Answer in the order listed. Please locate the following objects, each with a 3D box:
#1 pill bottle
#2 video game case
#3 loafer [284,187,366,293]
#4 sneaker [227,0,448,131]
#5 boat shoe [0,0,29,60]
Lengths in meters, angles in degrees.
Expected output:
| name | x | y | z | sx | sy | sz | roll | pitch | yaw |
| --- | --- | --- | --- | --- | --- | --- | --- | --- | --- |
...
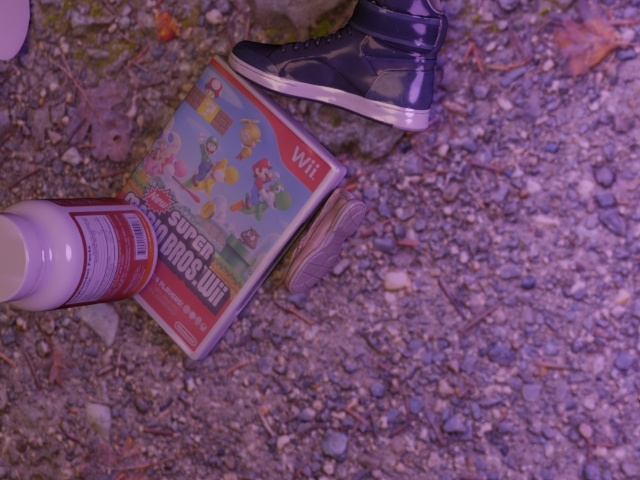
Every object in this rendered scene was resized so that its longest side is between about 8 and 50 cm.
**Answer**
| name | x | y | z | sx | sy | sz | roll | pitch | yaw |
| --- | --- | --- | --- | --- | --- | --- | --- | --- | --- |
| pill bottle | -0.282 | 0.014 | 1.380 | 0.121 | 0.216 | 0.121 | 1 | 93 | 27 |
| video game case | -0.125 | -0.035 | 1.435 | 0.204 | 0.025 | 0.285 | 44 | 109 | 18 |
| loafer | 0.000 | 0.000 | 1.369 | 0.125 | 0.045 | 0.039 | -53 | 54 | 12 |
| sneaker | 0.021 | -0.219 | 1.311 | 0.226 | 0.086 | 0.163 | 17 | 110 | 15 |
| boat shoe | -0.399 | -0.306 | 1.540 | 0.063 | 0.066 | 0.184 | -4 | 93 | 41 |
